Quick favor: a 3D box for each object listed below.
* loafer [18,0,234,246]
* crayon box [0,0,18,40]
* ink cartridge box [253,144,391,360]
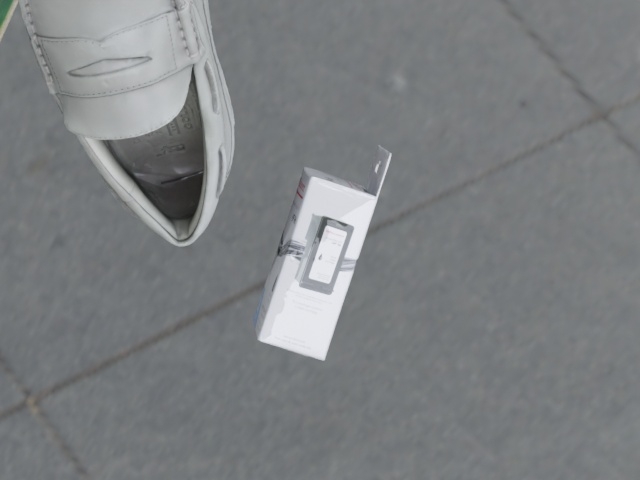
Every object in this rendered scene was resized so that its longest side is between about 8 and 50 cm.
[{"bbox_3d":[-0.114,-0.114,1.190,0.112,0.319,0.111,-11,56,9],"label":"loafer"},{"bbox_3d":[-0.307,-0.038,0.951,0.081,0.318,0.202,56,21,-28],"label":"crayon box"},{"bbox_3d":[0.000,0.000,0.772,0.028,0.048,0.083,18,95,-7],"label":"ink cartridge box"}]
